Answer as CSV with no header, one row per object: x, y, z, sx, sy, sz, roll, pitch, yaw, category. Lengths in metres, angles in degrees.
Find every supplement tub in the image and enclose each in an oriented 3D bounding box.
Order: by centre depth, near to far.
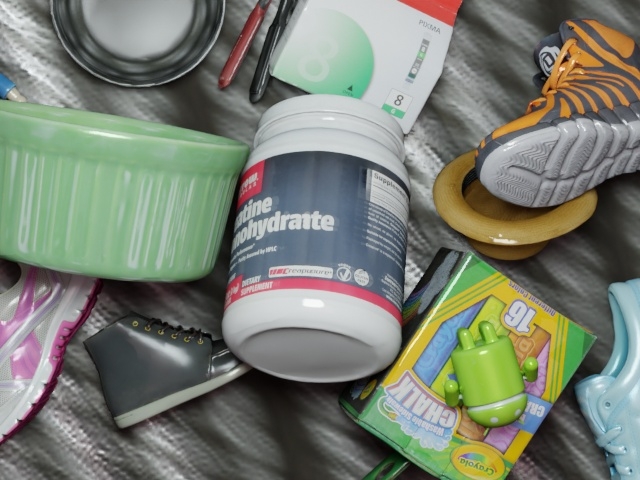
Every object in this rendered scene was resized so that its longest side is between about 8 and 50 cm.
0.000,0.000,1.519,0.191,0.191,0.272,8,63,-6,supplement tub

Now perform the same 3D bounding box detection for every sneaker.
-0.339,0.114,1.577,0.111,0.103,0.252,26,81,-2,sneaker
0.269,-0.149,1.586,0.321,0.124,0.180,-13,54,-35,sneaker
-0.154,0.116,1.598,0.222,0.083,0.118,-26,93,-4,sneaker
0.360,0.221,1.640,0.150,0.135,0.366,10,81,2,sneaker

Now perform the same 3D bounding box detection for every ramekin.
-0.235,-0.054,1.487,0.303,0.303,0.148,9,96,-6,ramekin

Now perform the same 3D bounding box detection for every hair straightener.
-0.035,-0.264,1.634,0.089,0.047,0.230,26,82,-18,hair straightener

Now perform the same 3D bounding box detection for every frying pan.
-0.247,-0.323,1.601,0.197,0.053,0.326,-38,92,-4,frying pan

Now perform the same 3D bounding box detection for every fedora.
0.223,-0.035,1.623,0.194,0.194,0.079,-5,131,-6,fedora

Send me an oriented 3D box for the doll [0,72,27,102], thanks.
-0.396,-0.147,1.588,0.129,0.046,0.189,-7,85,3,doll

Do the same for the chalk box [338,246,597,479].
0.143,0.175,1.583,0.179,0.180,0.289,34,88,-5,chalk box

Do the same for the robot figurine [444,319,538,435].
0.176,0.143,1.462,0.101,0.067,0.115,-16,92,-3,robot figurine

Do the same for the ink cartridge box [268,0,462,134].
0.069,-0.253,1.582,0.181,0.056,0.224,22,109,-20,ink cartridge box
